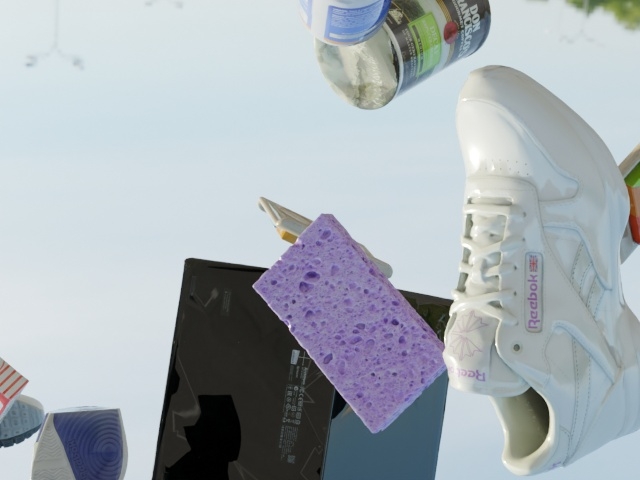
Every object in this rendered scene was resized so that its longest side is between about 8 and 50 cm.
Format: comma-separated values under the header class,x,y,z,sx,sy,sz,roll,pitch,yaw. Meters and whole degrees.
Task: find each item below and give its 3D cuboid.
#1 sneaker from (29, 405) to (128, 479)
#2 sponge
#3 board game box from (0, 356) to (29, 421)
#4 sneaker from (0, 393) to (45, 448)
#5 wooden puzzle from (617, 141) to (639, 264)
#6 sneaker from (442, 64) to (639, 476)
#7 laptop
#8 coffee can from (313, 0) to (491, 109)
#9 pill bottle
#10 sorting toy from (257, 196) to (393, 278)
class,x,y,z,sx,sy,sz,roll,pitch,yaw
sneaker,-0.337,0.372,1.544,0.127,0.316,0.182,5,168,-29
sponge,0.034,0.086,1.277,0.210,0.117,0.031,50,-162,16
board game box,-0.495,0.202,1.647,0.146,0.193,0.045,40,-137,0
sneaker,-0.593,0.261,1.980,0.297,0.111,0.129,6,-155,5
wooden puzzle,0.499,-0.093,1.753,0.044,0.221,0.239,36,165,31
sneaker,0.150,0.027,0.864,0.152,0.305,0.114,-26,-167,-30
laptop,-0.017,0.249,1.890,0.407,0.382,0.236,7,175,11
coffee can,0.151,-0.381,2.198,0.201,0.202,0.275,18,-141,39
pill bottle,0.041,-0.405,1.811,0.152,0.152,0.272,5,170,-2
sorting toy,0.000,0.000,1.836,0.193,0.038,0.208,26,-176,-16
